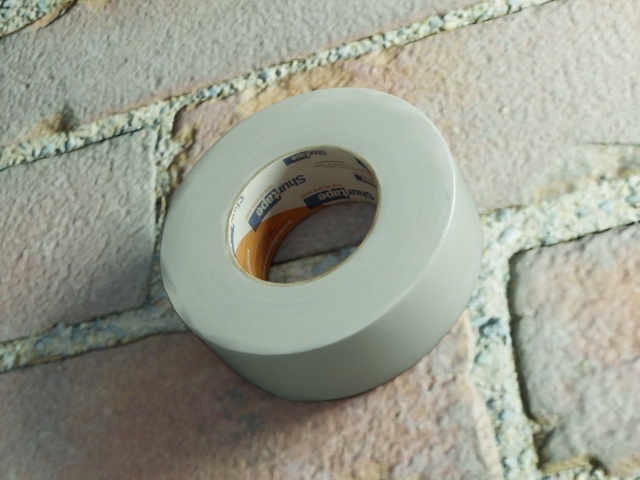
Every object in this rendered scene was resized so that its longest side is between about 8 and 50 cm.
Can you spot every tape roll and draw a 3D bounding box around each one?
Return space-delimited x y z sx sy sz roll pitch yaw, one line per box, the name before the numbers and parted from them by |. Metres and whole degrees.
tape roll | 0.000 0.000 0.923 0.219 0.072 0.219 -13 53 18
